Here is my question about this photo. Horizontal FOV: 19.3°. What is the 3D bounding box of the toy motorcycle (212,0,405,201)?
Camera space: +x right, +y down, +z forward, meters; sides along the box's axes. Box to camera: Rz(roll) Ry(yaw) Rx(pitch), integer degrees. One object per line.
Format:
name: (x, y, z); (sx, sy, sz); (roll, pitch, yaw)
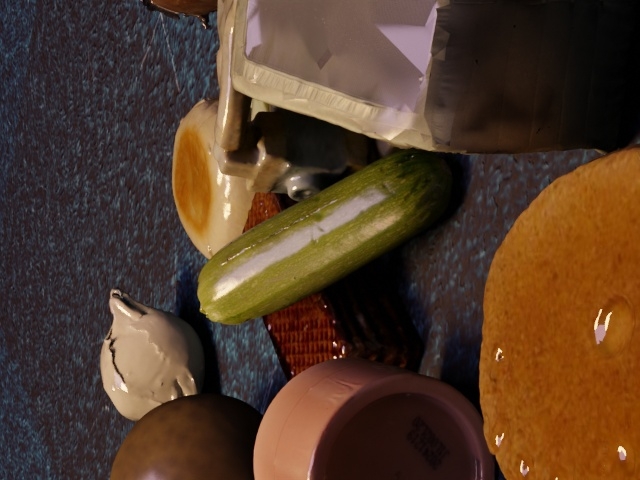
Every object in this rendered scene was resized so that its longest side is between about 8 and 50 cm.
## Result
toy motorcycle: (0.017, -0.185, 1.390); (0.410, 0.169, 0.237); (121, 148, -59)

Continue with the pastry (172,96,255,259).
pastry: (-0.075, -0.056, 1.693); (0.156, 0.092, 0.156); (180, 90, -70)

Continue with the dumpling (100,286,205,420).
dumpling: (-0.168, 0.135, 1.914); (0.188, 0.108, 0.127); (57, 168, 25)

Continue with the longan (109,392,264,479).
longan: (-0.100, 0.230, 1.673); (0.204, 0.159, 0.185); (42, 118, 49)

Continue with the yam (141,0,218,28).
yam: (-0.079, -0.279, 1.659); (0.280, 0.131, 0.131); (163, 105, -65)

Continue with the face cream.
face cream: (0.038, 0.163, 1.353); (0.104, 0.149, 0.149); (-171, 81, -66)

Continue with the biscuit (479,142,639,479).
biscuit: (0.197, 0.085, 1.095); (0.344, 0.057, 0.287); (146, 121, -62)

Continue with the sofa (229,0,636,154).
sofa: (0.069, -0.168, 1.173); (0.225, 0.176, 0.210); (19, 110, 46)

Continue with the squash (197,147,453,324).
squash: (0.000, 0.000, 1.433); (0.239, 0.069, 0.069); (-28, 59, 26)

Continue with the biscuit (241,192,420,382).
biscuit: (0.001, 0.043, 1.541); (0.252, 0.070, 0.106); (-114, 34, -44)
